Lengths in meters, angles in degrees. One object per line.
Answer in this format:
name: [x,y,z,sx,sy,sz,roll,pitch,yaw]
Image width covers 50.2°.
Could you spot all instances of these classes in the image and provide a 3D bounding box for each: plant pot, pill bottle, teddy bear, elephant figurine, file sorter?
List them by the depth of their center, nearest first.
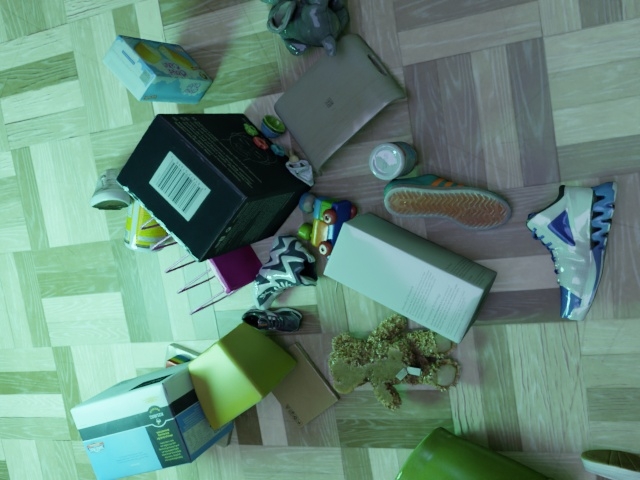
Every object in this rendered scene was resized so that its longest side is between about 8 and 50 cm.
plant pot: [0.366,0.646,1.645,0.353,0.367,0.366,33,111,27]
pill bottle: [0.182,-0.195,1.648,0.087,0.160,0.087,4,101,22]
elephant figurine: [-0.061,-0.547,1.703,0.240,0.186,0.169,-5,123,30]
teddy bear: [0.194,0.311,1.778,0.338,0.113,0.245,-25,96,17]
plant pot: [-0.229,0.350,1.858,0.212,0.212,0.187,-37,89,28]
file sorter: [-0.329,0.032,1.886,0.182,0.202,0.290,-33,86,26]
pill bottle: [-0.499,-0.080,1.983,0.117,0.117,0.214,17,106,20]

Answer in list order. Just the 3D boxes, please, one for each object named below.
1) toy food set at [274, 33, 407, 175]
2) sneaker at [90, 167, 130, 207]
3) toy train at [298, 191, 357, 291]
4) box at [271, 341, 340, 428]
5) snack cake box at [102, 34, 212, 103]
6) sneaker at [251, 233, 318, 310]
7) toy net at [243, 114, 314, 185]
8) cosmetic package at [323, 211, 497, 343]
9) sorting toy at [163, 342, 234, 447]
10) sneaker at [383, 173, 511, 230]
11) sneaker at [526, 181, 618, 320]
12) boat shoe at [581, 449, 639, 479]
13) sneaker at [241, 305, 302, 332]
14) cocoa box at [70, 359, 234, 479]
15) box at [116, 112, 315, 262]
toy food set: [0.043,-0.342,1.732,0.306,0.092,0.219,-41,71,22]
sneaker: [-0.604,-0.151,1.951,0.106,0.290,0.123,1,90,-22]
toy train: [0.000,0.000,1.806,0.143,0.105,0.247,23,116,35]
box: [-0.063,0.412,1.939,0.164,0.021,0.201,-42,82,24]
snack cake box: [-0.423,-0.446,1.803,0.152,0.264,0.089,46,113,9]
sneaker: [-0.086,0.114,1.844,0.153,0.094,0.234,33,106,28]
toy net: [-0.094,-0.234,1.768,0.232,0.122,0.045,48,117,17]
cosmetic package: [0.220,0.078,1.663,0.366,0.197,0.155,26,109,19]
sorting toy: [-0.384,0.475,2.050,0.257,0.089,0.255,17,106,19]
sneaker: [0.304,-0.106,1.648,0.303,0.121,0.108,9,120,0]
sneaker: [0.555,0.011,1.557,0.182,0.127,0.315,12,97,25]
boat shoe: [0.745,0.559,1.579,0.277,0.098,0.096,8,102,20]
sneaker: [-0.140,0.229,1.908,0.178,0.077,0.071,1,101,22]
cocoa box: [-0.466,0.500,1.912,0.347,0.231,0.227,-20,92,25]
box: [-0.247,-0.149,1.710,0.293,0.395,0.212,44,113,11]
